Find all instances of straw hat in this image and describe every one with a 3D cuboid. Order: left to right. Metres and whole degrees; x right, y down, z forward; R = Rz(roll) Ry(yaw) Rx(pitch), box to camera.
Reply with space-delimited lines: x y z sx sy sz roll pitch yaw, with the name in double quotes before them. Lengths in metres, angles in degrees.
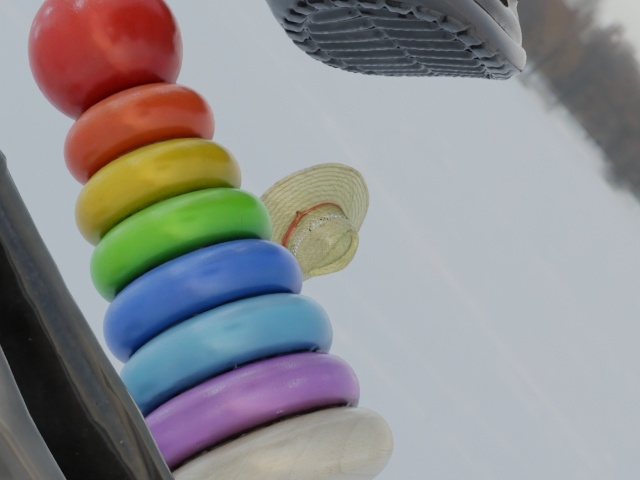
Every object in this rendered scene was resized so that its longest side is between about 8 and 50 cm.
"straw hat" 0.000 0.000 1.723 0.061 0.144 0.144 46 4 42

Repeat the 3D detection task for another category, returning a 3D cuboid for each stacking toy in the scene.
"stacking toy" -0.082 -0.003 1.026 0.330 0.141 0.141 67 13 15

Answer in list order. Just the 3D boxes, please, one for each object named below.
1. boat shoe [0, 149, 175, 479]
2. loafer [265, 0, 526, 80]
"boat shoe" -0.065 0.089 0.529 0.335 0.095 0.112 55 10 -17
"loafer" 0.024 -0.188 1.018 0.133 0.130 0.366 5 -14 28
